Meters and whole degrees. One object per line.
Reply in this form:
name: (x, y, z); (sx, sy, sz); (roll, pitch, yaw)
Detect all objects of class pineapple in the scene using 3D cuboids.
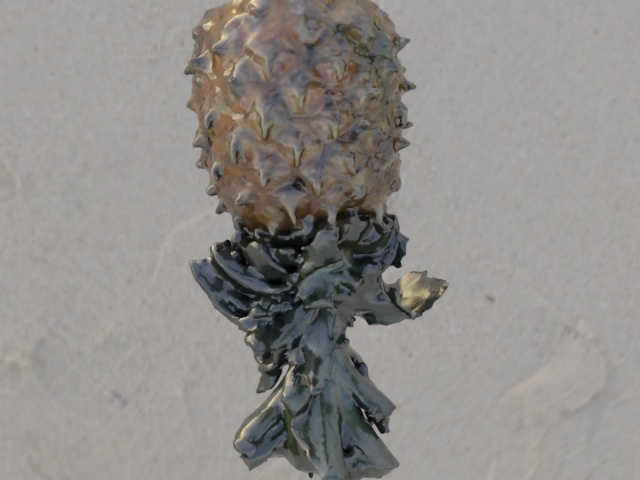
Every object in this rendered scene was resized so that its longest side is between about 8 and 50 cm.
pineapple: (0.000, 0.000, 0.860); (0.170, 0.141, 0.310); (-5, 93, -21)
